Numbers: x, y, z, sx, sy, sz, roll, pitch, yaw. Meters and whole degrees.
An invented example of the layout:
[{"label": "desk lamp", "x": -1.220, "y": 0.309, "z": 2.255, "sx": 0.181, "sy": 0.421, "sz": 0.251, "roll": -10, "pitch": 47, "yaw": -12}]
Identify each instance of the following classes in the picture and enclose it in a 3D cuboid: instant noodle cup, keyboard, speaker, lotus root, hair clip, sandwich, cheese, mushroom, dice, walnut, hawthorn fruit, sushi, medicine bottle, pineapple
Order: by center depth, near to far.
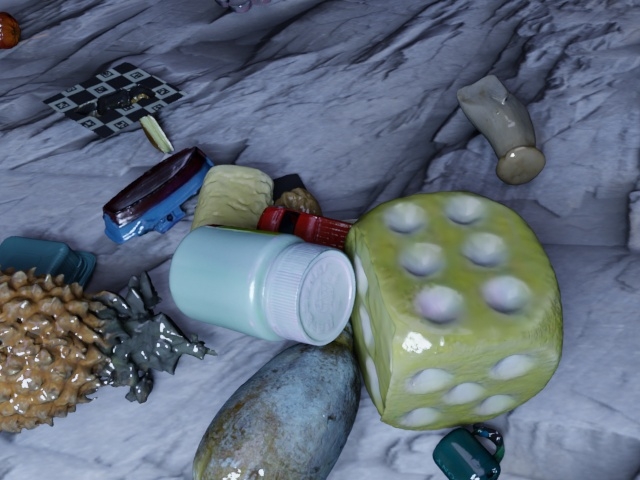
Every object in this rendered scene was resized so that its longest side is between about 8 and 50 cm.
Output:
[{"label": "lotus root", "x": -0.026, "y": 0.218, "z": 0.754, "sx": 0.140, "sy": 0.158, "sz": 0.322, "roll": 28, "pitch": 47, "yaw": 20}, {"label": "speaker", "x": 0.192, "y": 0.274, "z": 0.771, "sx": 0.094, "sy": 0.060, "sz": 0.075, "roll": 0, "pitch": 38, "yaw": -47}, {"label": "dice", "x": 0.160, "y": 0.091, "z": 0.799, "sx": 0.226, "sy": 0.233, "sz": 0.238, "roll": -9, "pitch": 51, "yaw": -6}, {"label": "medicine bottle", "x": -0.080, "y": 0.056, "z": 0.803, "sx": 0.225, "sy": 0.139, "sz": 0.139, "roll": 8, "pitch": 47, "yaw": 37}, {"label": "pineapple", "x": -0.324, "y": 0.133, "z": 0.815, "sx": 0.357, "sy": 0.223, "sz": 0.223, "roll": -3, "pitch": 48, "yaw": -24}, {"label": "instant noodle cup", "x": -0.456, "y": 0.067, "z": 0.946, "sx": 0.157, "sy": 0.070, "sz": 0.179, "roll": 8, "pitch": 52, "yaw": 10}, {"label": "cheese", "x": -0.145, "y": -0.036, "z": 0.992, "sx": 0.123, "sy": 0.094, "sz": 0.167, "roll": 3, "pitch": 58, "yaw": 10}, {"label": "walnut", "x": -0.038, "y": -0.041, "z": 1.018, "sx": 0.079, "sy": 0.082, "sz": 0.096, "roll": -30, "pitch": 51, "yaw": 14}, {"label": "keyboard", "x": -0.118, "y": -0.066, "z": 1.080, "sx": 0.196, "sy": 0.015, "sz": 0.074, "roll": -20, "pitch": 57, "yaw": -14}, {"label": "mushroom", "x": 0.341, "y": -0.214, "z": 1.139, "sx": 0.108, "sy": 0.096, "sz": 0.247, "roll": 6, "pitch": 49, "yaw": -27}, {"label": "sandwich", "x": -0.317, "y": -0.202, "z": 1.183, "sx": 0.031, "sy": 0.083, "sz": 0.044, "roll": -35, "pitch": 14, "yaw": -19}, {"label": "sushi", "x": -0.406, "y": -0.267, "z": 1.231, "sx": 0.192, "sy": 0.050, "sz": 0.215, "roll": 30, "pitch": 49, "yaw": 24}, {"label": "hawthorn fruit", "x": -0.736, "y": -0.479, "z": 1.397, "sx": 0.093, "sy": 0.093, "sz": 0.093, "roll": -1, "pitch": 50, "yaw": 1}, {"label": "hair clip", "x": -0.218, "y": -0.648, "z": 1.533, "sx": 0.146, "sy": 0.075, "sz": 0.257, "roll": -29, "pitch": 62, "yaw": -18}]

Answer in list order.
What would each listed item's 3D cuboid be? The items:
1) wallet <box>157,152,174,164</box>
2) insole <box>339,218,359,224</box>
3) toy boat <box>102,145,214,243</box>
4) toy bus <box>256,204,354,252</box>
[{"label": "wallet", "x": -0.289, "y": -0.131, "z": 1.140, "sx": 0.044, "sy": 0.011, "sz": 0.083, "roll": 17, "pitch": 52, "yaw": 14}, {"label": "insole", "x": 0.003, "y": 0.012, "z": 0.991, "sx": 0.192, "sy": 0.010, "sz": 0.063, "roll": -25, "pitch": 96, "yaw": -16}, {"label": "toy boat", "x": -0.262, "y": -0.069, "z": 1.035, "sx": 0.100, "sy": 0.097, "sz": 0.223, "roll": 23, "pitch": 54, "yaw": 37}, {"label": "toy bus", "x": 0.000, "y": 0.000, "z": 0.934, "sx": 0.195, "sy": 0.089, "sz": 0.081, "roll": 13, "pitch": 84, "yaw": -11}]
